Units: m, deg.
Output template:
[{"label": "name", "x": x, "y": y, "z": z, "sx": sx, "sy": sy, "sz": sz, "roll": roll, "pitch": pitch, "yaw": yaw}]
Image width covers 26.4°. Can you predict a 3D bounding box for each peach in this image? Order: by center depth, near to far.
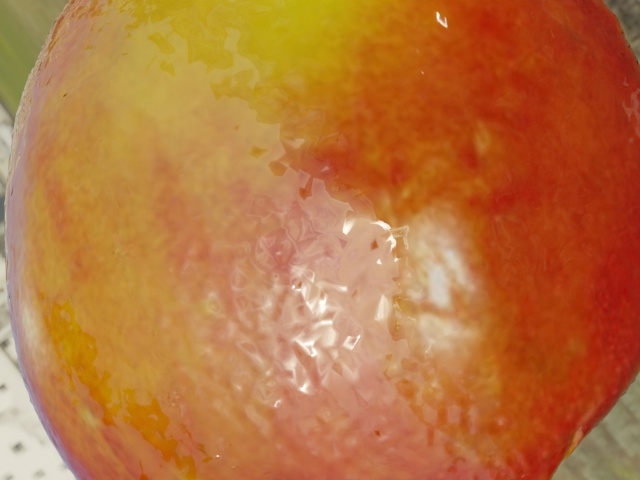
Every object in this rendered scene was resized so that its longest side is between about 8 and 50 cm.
[{"label": "peach", "x": 0.000, "y": 0.000, "z": 0.670, "sx": 0.380, "sy": 0.306, "sz": 0.242, "roll": 66, "pitch": 160, "yaw": 10}]
